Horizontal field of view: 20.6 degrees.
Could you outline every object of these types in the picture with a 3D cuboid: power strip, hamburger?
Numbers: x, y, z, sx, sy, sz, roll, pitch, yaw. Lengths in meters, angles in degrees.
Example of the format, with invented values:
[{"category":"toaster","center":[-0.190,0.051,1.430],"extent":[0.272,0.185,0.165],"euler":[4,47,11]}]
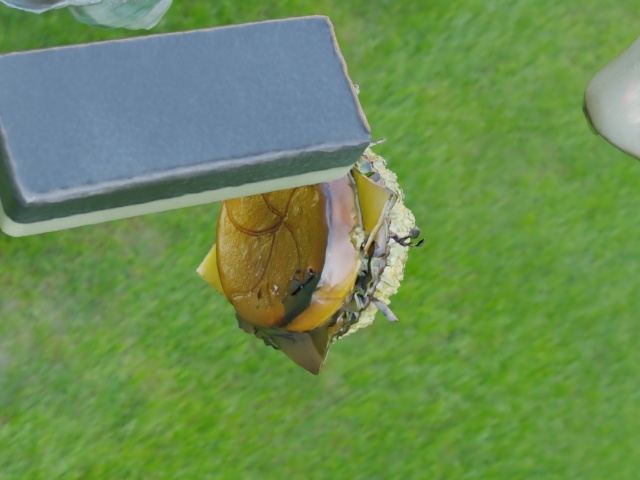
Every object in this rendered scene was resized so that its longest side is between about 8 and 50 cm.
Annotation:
[{"category":"power strip","center":[-0.091,-0.076,1.129],"extent":[0.256,0.070,0.105],"euler":[-11,73,-24]},{"category":"hamburger","center":[0.000,0.000,1.745],"extent":[0.138,0.243,0.262],"euler":[6,28,-40]}]

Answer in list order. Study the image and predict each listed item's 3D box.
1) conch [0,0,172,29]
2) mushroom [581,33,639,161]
[{"category":"conch","center":[-0.253,-0.320,1.920],"extent":[0.277,0.195,0.220],"euler":[42,71,-49]},{"category":"mushroom","center":[0.211,-0.113,0.765],"extent":[0.243,0.243,0.244],"euler":[19,55,-29]}]
